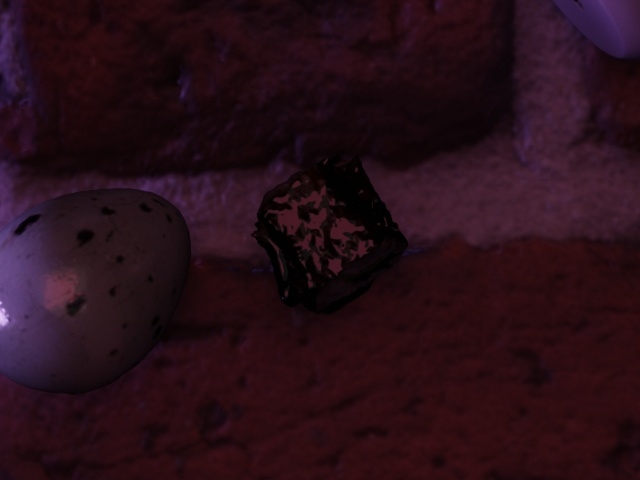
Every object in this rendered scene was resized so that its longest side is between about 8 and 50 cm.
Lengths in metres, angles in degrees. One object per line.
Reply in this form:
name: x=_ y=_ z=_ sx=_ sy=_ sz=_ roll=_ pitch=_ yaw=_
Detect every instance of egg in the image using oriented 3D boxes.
egg: x=-0.157 y=0.031 z=1.288 sx=0.164 sy=0.131 sz=0.131 roll=-32 pitch=77 yaw=-31

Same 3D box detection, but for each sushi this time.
sushi: x=0.001 y=-0.001 z=1.304 sx=0.098 sy=0.094 sz=0.084 roll=-30 pitch=76 yaw=-6

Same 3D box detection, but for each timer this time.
timer: x=0.224 y=-0.203 z=1.349 sx=0.136 sy=0.099 sz=0.136 roll=0 pitch=88 yaw=-3
